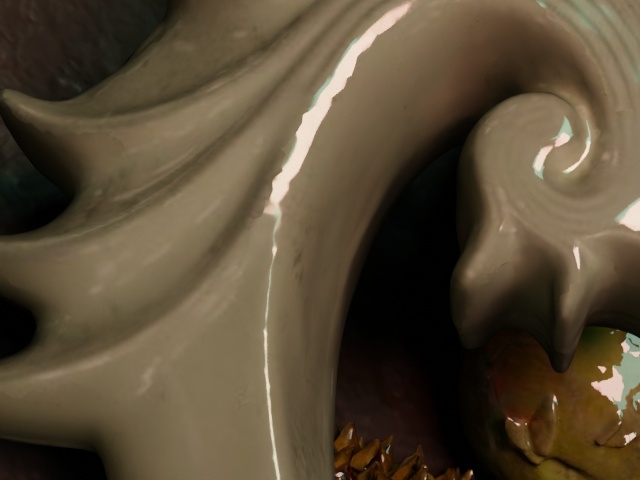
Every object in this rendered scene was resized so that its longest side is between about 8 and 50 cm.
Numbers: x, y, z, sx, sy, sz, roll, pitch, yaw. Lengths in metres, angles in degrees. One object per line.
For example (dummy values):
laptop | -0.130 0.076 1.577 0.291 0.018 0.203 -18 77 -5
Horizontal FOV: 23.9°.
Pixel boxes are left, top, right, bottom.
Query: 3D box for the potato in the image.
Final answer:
potato | 0.157 0.007 0.800 0.176 0.141 0.298 29 60 -30

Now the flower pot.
flower pot | 0.000 0.000 0.625 0.367 0.164 0.254 -40 75 -2

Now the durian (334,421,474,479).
durian | 0.063 0.184 0.708 0.252 0.144 0.139 43 79 -15
